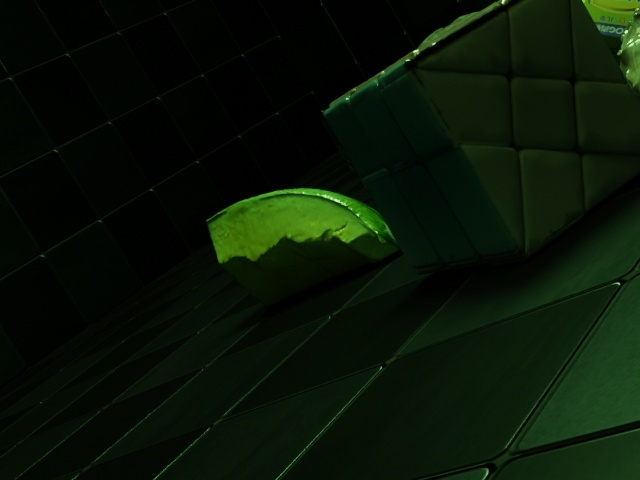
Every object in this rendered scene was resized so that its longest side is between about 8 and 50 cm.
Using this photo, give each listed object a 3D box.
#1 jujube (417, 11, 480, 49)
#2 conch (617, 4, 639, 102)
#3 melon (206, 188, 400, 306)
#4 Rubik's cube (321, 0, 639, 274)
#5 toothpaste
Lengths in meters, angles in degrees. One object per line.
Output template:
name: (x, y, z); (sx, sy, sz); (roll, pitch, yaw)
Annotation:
jujube: (0.222, -0.183, 1.493); (0.226, 0.226, 0.317); (-31, -7, 6)
conch: (0.449, -0.225, 1.327); (0.178, 0.163, 0.245); (5, 1, 18)
melon: (0.000, 0.000, 1.611); (0.323, 0.196, 0.124); (-16, 50, 40)
Rubik's cube: (0.177, -0.116, 1.192); (0.221, 0.231, 0.224); (-33, 5, -23)
toothpaste: (0.463, -0.402, 1.655); (0.077, 0.110, 0.327); (72, -145, -60)
